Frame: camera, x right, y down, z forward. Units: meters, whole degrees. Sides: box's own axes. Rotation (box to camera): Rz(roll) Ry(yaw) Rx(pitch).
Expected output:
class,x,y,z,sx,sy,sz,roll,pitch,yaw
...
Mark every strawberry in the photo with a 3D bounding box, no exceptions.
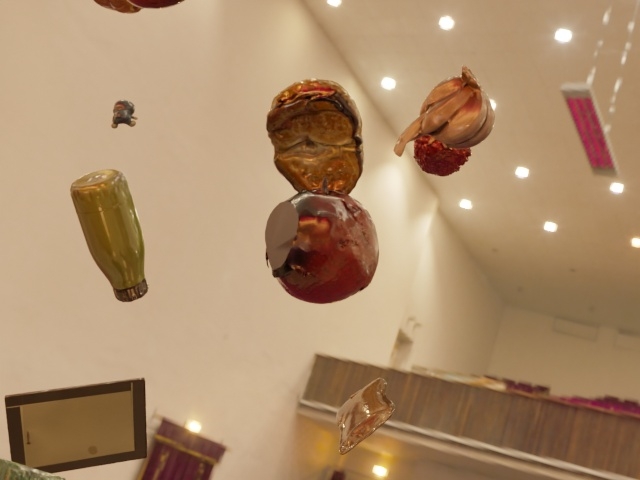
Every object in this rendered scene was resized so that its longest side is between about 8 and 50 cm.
class,x,y,z,sx,sy,sz,roll,pitch,yaw
strawberry,0.300,-0.211,2.187,0.167,0.087,0.208,29,-32,24

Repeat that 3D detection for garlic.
class,x,y,z,sx,sy,sz,roll,pitch,yaw
garlic,0.213,-0.201,1.482,0.127,0.194,0.131,53,6,-6

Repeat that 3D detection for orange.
class,x,y,z,sx,sy,sz,roll,pitch,yaw
orange,-0.011,-0.304,2.475,0.270,0.210,0.369,-6,-57,5

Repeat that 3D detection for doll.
class,x,y,z,sx,sy,sz,roll,pitch,yaw
doll,-0.552,-0.359,2.418,0.076,0.083,0.050,-1,-33,-2

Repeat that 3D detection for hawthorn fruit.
class,x,y,z,sx,sy,sz,roll,pitch,yaw
hawthorn fruit,-0.004,0.017,2.125,0.316,0.316,0.316,18,-20,7

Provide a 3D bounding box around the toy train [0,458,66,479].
class,x,y,z,sx,sy,sz,roll,pitch,yaw
toy train,-0.528,0.393,1.290,0.238,0.167,0.299,0,-22,13

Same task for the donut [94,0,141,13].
class,x,y,z,sx,sy,sz,roll,pitch,yaw
donut,-0.495,-0.678,2.155,0.113,0.227,0.226,11,-21,23

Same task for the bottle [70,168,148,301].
class,x,y,z,sx,sy,sz,roll,pitch,yaw
bottle,-0.406,-0.004,1.694,0.112,0.112,0.260,6,-61,35

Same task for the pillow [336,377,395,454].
class,x,y,z,sx,sy,sz,roll,pitch,yaw
pillow,0.077,0.321,1.587,0.033,0.130,0.217,49,3,-9

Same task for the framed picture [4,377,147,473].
class,x,y,z,sx,sy,sz,roll,pitch,yaw
framed picture,-0.621,0.483,2.205,0.347,0.265,0.016,-6,28,-19

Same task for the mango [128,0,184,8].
class,x,y,z,sx,sy,sz,roll,pitch,yaw
mango,-0.298,-0.584,1.785,0.289,0.129,0.146,-32,-61,18
